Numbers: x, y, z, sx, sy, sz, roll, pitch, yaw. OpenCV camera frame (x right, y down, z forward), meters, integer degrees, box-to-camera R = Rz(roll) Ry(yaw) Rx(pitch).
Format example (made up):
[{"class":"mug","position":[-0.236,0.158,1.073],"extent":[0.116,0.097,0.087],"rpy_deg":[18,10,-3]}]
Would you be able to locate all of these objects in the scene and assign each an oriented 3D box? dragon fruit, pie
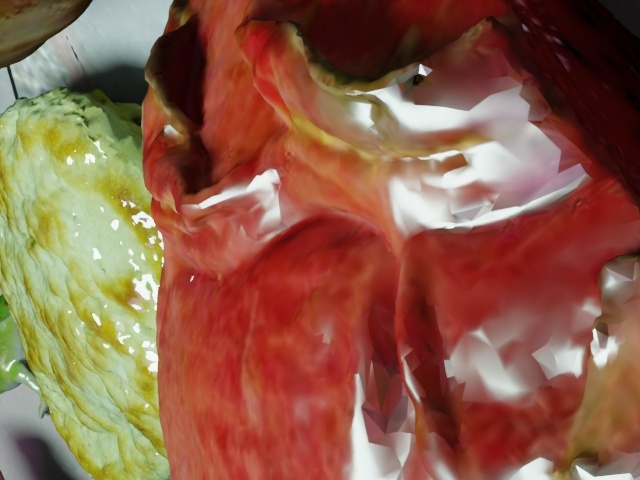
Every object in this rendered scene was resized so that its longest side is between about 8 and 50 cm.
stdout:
[{"class":"dragon fruit","position":[-0.004,0.002,0.656],"extent":[0.286,0.228,0.329],"rpy_deg":[-30,87,22]},{"class":"pie","position":[-0.101,0.020,0.998],"extent":[0.201,0.090,0.248],"rpy_deg":[60,153,12]}]

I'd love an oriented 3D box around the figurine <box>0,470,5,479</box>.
[{"class":"figurine","position":[-0.189,0.253,1.318],"extent":[0.275,0.161,0.158],"rpy_deg":[88,164,-45]}]

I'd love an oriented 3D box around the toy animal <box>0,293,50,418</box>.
[{"class":"toy animal","position":[-0.170,0.060,1.173],"extent":[0.075,0.041,0.217],"rpy_deg":[49,144,3]}]

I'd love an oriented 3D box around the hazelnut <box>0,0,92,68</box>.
[{"class":"hazelnut","position":[-0.195,-0.148,0.833],"extent":[0.210,0.186,0.210],"rpy_deg":[22,124,37]}]
